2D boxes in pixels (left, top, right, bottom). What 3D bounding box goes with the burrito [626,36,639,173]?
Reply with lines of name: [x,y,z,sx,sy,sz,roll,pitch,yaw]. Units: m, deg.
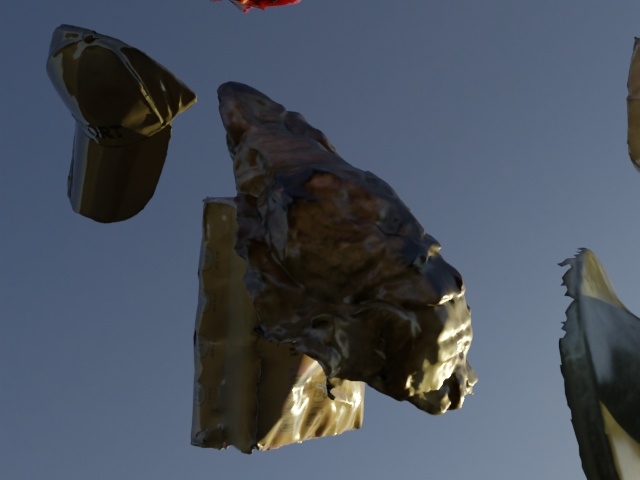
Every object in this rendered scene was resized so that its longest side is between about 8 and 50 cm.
burrito: [0.421,-0.090,1.116,0.105,0.299,0.143,-18,-42,-39]

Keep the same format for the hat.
hat: [-0.202,-0.101,1.020,0.147,0.085,0.175,20,-77,26]

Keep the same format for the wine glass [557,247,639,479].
wine glass: [0.303,0.060,0.569,0.323,0.238,0.238,-17,-47,24]

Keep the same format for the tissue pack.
tissue pack: [-0.031,0.083,1.170,0.123,0.256,0.215,7,4,34]

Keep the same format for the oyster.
oyster: [0.006,0.002,0.870,0.133,0.337,0.198,-44,-45,5]

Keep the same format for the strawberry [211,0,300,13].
strawberry: [0.021,-0.298,0.673,0.351,0.267,0.312,-10,-20,6]
